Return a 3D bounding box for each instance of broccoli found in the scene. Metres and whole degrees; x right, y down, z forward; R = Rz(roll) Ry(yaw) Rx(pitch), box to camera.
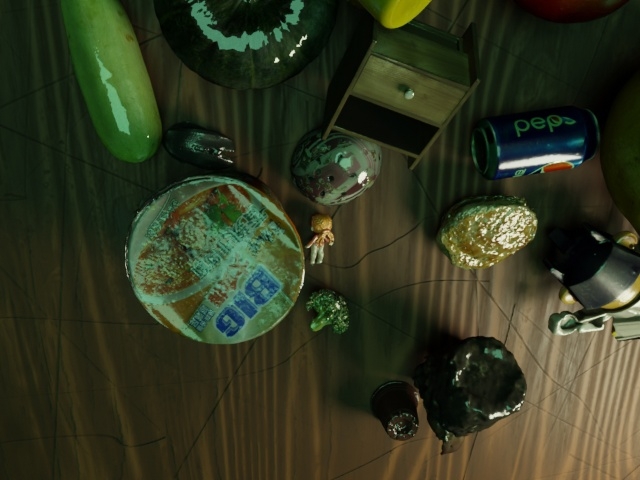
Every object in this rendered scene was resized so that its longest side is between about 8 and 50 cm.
[{"bbox_3d":[0.015,0.149,1.061,0.092,0.097,0.095,-37,75,3],"label":"broccoli"}]

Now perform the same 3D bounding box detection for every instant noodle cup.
[{"bbox_3d":[-0.173,0.008,0.930,0.296,0.214,0.296,-1,107,-3],"label":"instant noodle cup"}]

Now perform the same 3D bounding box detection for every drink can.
[{"bbox_3d":[0.389,-0.179,0.955,0.205,0.118,0.118,-10,108,0],"label":"drink can"}]

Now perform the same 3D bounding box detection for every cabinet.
[{"bbox_3d":[0.121,-0.249,0.840,0.175,0.148,0.215,16,144,-13],"label":"cabinet"}]

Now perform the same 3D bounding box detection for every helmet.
[{"bbox_3d":[0.032,-0.135,0.954,0.177,0.107,0.153,-38,109,8],"label":"helmet"}]

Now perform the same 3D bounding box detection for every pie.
[{"bbox_3d":[0.323,-0.016,1.026,0.193,0.079,0.163,-1,118,-4],"label":"pie"}]

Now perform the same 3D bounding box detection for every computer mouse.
[{"bbox_3d":[-0.224,-0.171,0.958,0.135,0.047,0.079,14,107,-10],"label":"computer mouse"}]

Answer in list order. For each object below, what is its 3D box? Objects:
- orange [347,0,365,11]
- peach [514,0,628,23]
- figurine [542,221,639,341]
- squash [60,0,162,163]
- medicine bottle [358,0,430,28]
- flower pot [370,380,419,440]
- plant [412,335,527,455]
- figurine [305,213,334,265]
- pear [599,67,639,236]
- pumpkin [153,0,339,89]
[{"bbox_3d":[0.131,-0.477,0.814,0.158,0.179,0.237,24,106,33],"label":"orange"},{"bbox_3d":[0.406,-0.466,0.819,0.243,0.199,0.243,0,105,-2],"label":"peach"},{"bbox_3d":[0.580,0.074,1.036,0.308,0.143,0.308,-3,98,-19],"label":"figurine"},{"bbox_3d":[-0.359,-0.311,0.872,0.118,0.118,0.370,-14,105,1],"label":"squash"},{"bbox_3d":[0.062,-0.401,0.698,0.122,0.122,0.212,-42,82,10],"label":"medicine bottle"},{"bbox_3d":[0.168,0.377,1.134,0.111,0.089,0.111,-1,108,-3],"label":"flower pot"},{"bbox_3d":[0.295,0.301,1.062,0.178,0.204,0.234,-13,153,-16],"label":"plant"},{"bbox_3d":[0.000,0.000,1.030,0.064,0.047,0.109,-7,118,-31],"label":"figurine"},{"bbox_3d":[0.643,-0.170,0.855,0.352,0.352,0.413,43,67,-15],"label":"pear"},{"bbox_3d":[-0.114,-0.385,0.811,0.300,0.207,0.300,-4,112,-9],"label":"pumpkin"}]
